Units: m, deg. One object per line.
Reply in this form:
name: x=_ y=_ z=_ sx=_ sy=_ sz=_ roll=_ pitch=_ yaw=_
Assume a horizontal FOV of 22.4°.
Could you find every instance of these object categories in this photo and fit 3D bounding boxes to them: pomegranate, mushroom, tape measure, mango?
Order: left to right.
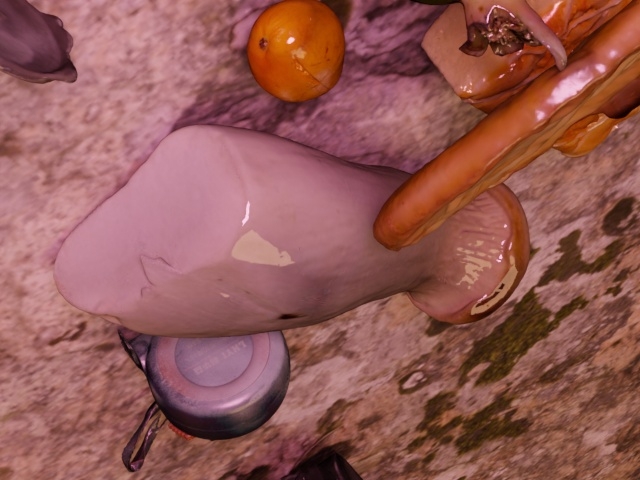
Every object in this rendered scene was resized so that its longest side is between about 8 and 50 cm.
tape measure: x=-0.077 y=0.117 z=1.139 sx=0.104 sy=0.107 sz=0.180 roll=-23 pitch=147 yaw=-26
mango: x=-0.010 y=-0.106 z=0.925 sx=0.060 sy=0.046 sz=0.089 roll=-38 pitch=156 yaw=7
mushroom: x=0.000 y=0.000 z=1.055 sx=0.159 sy=0.122 sz=0.328 roll=-9 pitch=172 yaw=42
pomegranate: x=0.081 y=-0.156 z=0.836 sx=0.122 sy=0.161 sz=0.122 roll=-20 pitch=176 yaw=-1

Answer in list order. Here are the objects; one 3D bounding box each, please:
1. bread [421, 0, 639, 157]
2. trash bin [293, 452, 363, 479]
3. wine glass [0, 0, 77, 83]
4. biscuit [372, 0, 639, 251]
bread: x=0.163 y=-0.127 z=1.048 sx=0.125 sy=0.068 sz=0.188 roll=-42 pitch=151 yaw=17
trash bin: x=-0.056 y=0.353 z=1.435 sx=0.301 sy=0.203 sz=0.252 roll=-34 pitch=134 yaw=3
wine glass: x=-0.221 y=-0.037 z=0.760 sx=0.222 sy=0.103 sz=0.103 roll=-43 pitch=150 yaw=18
biscuit: x=0.130 y=-0.074 z=0.920 sx=0.260 sy=0.041 sz=0.203 roll=-41 pitch=169 yaw=33
